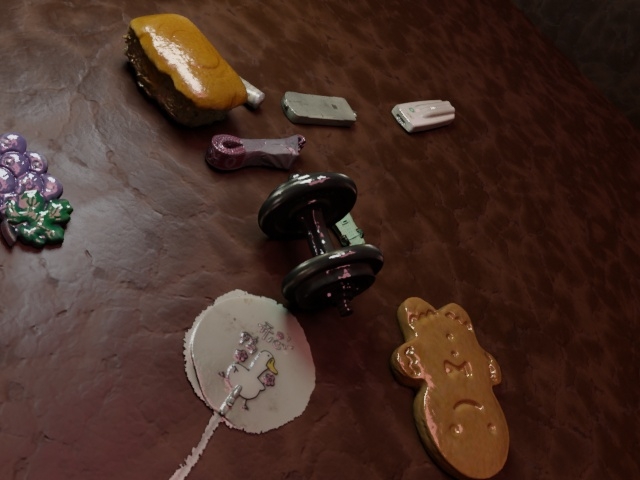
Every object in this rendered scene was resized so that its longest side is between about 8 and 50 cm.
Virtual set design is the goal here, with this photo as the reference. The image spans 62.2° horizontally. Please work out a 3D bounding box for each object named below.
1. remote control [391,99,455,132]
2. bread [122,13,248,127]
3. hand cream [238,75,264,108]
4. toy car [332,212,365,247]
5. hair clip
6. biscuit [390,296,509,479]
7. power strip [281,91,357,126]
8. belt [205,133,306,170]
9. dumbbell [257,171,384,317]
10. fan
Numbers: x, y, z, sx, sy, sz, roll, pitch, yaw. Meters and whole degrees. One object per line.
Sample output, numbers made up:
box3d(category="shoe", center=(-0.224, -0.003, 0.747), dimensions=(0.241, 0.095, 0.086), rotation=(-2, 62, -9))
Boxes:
box3d(category="remote control", center=(0.305, -0.365, 1.530), dimensions=(0.230, 0.049, 0.090), rotation=(-21, 70, -41))
box3d(category="bread", center=(-0.266, -0.335, 1.051), dimensions=(0.245, 0.121, 0.174), rotation=(50, 46, 8))
box3d(category="hand cream", center=(-0.189, -0.344, 1.177), dimensions=(0.143, 0.039, 0.061), rotation=(36, 51, 4))
box3d(category="toy car", center=(0.048, -0.031, 1.115), dimensions=(0.059, 0.035, 0.122), rotation=(-26, 85, -44))
box3d(category="hair clip", center=(-0.451, -0.071, 0.787), dimensions=(0.124, 0.052, 0.195), rotation=(-33, 90, -37))
box3d(category="biscuit", center=(0.259, 0.276, 1.033), dimensions=(0.275, 0.052, 0.354), rotation=(14, 51, -27))
box3d(category="power strip", center=(0.002, -0.317, 1.293), dimensions=(0.227, 0.029, 0.080), rotation=(-5, 61, -37))
box3d(category="belt", center=(-0.125, -0.180, 1.088), dimensions=(0.232, 0.053, 0.071), rotation=(-12, 59, -40))
box3d(category="dumbbell", center=(0.000, 0.000, 0.948), dimensions=(0.192, 0.192, 0.289), rotation=(-2, 60, -37))
box3d(category="fan", center=(-0.136, 0.242, 0.800), dimensions=(0.233, 0.012, 0.414), rotation=(38, 44, -6))
